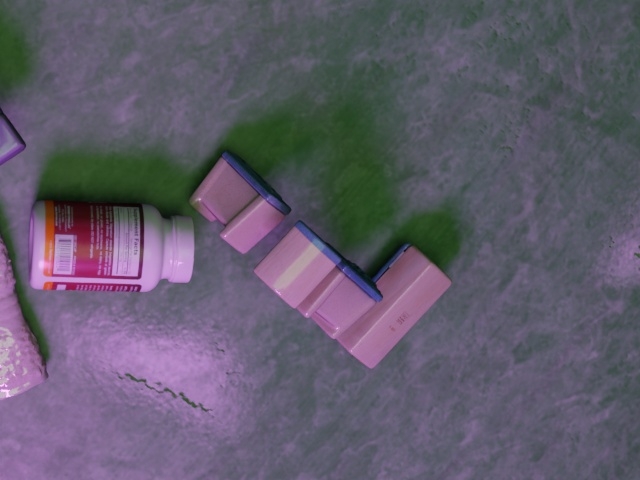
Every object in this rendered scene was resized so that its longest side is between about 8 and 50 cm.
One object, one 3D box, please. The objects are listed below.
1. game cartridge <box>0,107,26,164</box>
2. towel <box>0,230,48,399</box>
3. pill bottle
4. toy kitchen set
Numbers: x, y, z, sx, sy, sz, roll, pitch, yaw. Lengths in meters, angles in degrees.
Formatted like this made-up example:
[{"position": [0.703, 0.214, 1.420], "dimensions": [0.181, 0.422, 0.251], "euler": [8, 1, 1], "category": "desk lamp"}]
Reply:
[{"position": [-0.478, -0.079, 1.716], "dimensions": [0.355, 0.068, 0.230], "euler": [-35, 96, -3], "category": "game cartridge"}, {"position": [-0.419, 0.090, 1.794], "dimensions": [0.282, 0.049, 0.187], "euler": [-18, 105, -8], "category": "towel"}, {"position": [-0.200, 0.006, 1.801], "dimensions": [0.152, 0.086, 0.086], "euler": [2, 101, -12], "category": "pill bottle"}, {"position": [0.000, 0.000, 1.855], "dimensions": [0.122, 0.166, 0.207], "euler": [-47, 143, 1], "category": "toy kitchen set"}]
